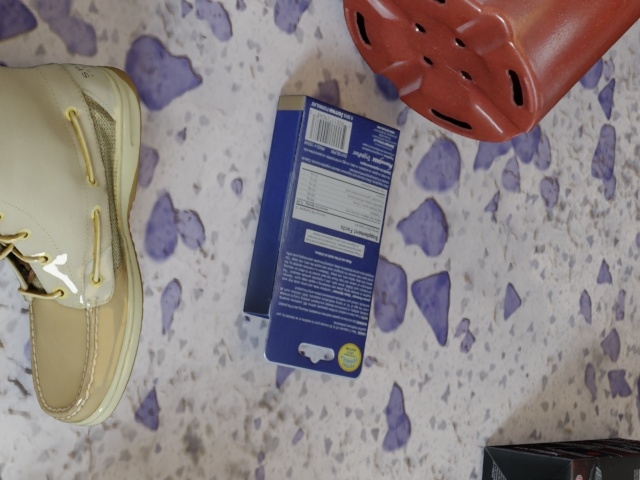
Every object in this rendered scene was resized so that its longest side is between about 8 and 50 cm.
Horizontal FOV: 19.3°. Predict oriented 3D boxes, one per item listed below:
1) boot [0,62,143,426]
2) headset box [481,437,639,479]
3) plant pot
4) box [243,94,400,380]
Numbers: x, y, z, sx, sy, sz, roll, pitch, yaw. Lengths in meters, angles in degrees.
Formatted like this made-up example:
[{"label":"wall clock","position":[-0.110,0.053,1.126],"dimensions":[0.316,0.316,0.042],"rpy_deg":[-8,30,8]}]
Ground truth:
[{"label":"boot","position":[-0.219,-0.001,1.302],"dimensions":[0.203,0.095,0.262],"rpy_deg":[4,89,-51]},{"label":"headset box","position":[0.284,0.317,1.928],"dimensions":[0.293,0.110,0.218],"rpy_deg":[5,89,-50]},{"label":"plant pot","position":[0.174,-0.244,1.643],"dimensions":[0.265,0.272,0.272],"rpy_deg":[-51,130,-24]},{"label":"box","position":[0.000,0.000,1.612],"dimensions":[0.136,0.036,0.225],"rpy_deg":[17,80,-49]}]
